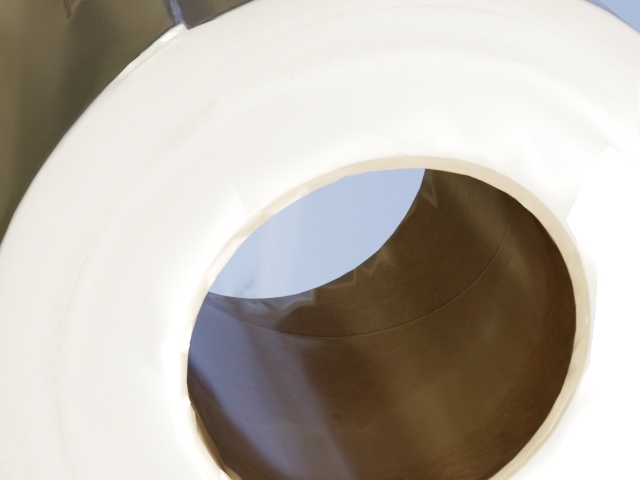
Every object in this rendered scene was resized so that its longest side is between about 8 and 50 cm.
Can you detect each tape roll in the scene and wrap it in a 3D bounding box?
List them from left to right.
[{"bbox_3d":[0.000,0.000,0.619,0.169,0.246,0.246,-119,-147,-61],"label":"tape roll"}]
